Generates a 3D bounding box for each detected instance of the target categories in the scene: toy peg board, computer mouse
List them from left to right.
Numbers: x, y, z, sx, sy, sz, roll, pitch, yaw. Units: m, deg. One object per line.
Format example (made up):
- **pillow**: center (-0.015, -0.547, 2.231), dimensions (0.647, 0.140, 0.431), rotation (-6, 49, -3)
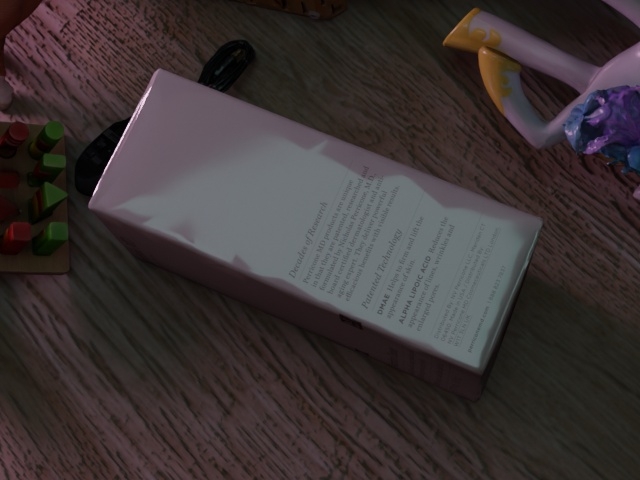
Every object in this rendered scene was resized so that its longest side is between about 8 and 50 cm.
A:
- **toy peg board**: center (-0.326, -0.054, 1.259), dimensions (0.160, 0.079, 0.161), rotation (2, 73, -28)
- **computer mouse**: center (-0.159, -0.125, 1.325), dimensions (0.242, 0.041, 0.071), rotation (-40, 42, -10)

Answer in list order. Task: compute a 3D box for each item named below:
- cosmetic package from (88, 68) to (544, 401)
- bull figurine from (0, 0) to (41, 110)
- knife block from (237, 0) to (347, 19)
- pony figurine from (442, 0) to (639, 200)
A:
- **cosmetic package**: center (0.000, 0.000, 1.189), dimensions (0.385, 0.217, 0.156), rotation (21, 78, 11)
- **bull figurine**: center (-0.342, -0.245, 1.288), dimensions (0.101, 0.188, 0.310), rotation (36, 81, 13)
- **knife block**: center (-0.082, -0.384, 1.354), dimensions (0.275, 0.088, 0.242), rotation (13, 78, 8)
- **pony figurine**: center (0.343, -0.174, 1.192), dimensions (0.363, 0.303, 0.351), rotation (44, 113, 3)
